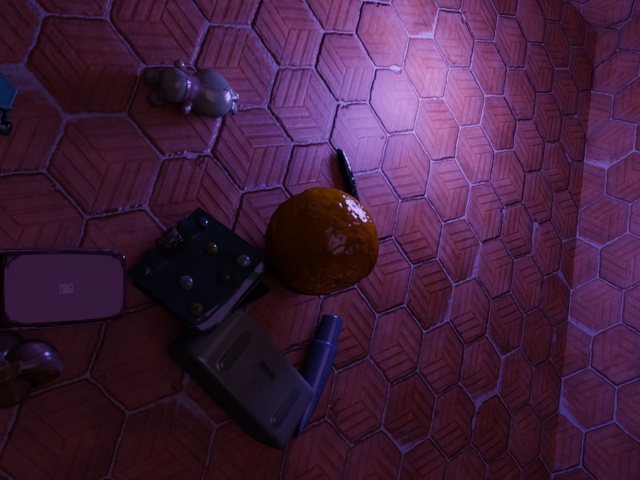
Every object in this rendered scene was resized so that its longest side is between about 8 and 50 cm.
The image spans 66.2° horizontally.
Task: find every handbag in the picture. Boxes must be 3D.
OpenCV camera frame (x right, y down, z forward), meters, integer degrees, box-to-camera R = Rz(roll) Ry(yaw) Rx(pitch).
[{"bbox_3d":[-0.314,0.071,1.258,0.274,0.100,0.269,36,68,16],"label":"handbag"}]

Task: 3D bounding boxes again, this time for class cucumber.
[{"bbox_3d":[0.102,-0.196,1.703,0.044,0.043,0.257,-18,95,-40],"label":"cucumber"}]

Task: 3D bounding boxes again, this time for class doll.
[{"bbox_3d":[-0.341,-0.413,1.369,0.275,0.113,0.155,2,82,-34],"label":"doll"}]

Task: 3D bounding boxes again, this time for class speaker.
[{"bbox_3d":[-0.204,0.371,1.354,0.406,0.183,0.184,53,54,-20],"label":"speaker"}]

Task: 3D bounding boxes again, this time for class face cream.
[{"bbox_3d":[-0.014,0.421,1.527,0.086,0.135,0.385,17,70,4],"label":"face cream"}]

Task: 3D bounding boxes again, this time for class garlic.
[{"bbox_3d":[-0.676,0.266,1.033,0.214,0.191,0.160,-29,75,-34],"label":"garlic"}]

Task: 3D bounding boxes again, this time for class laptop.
[{"bbox_3d":[-0.249,0.116,1.349,0.135,0.197,0.016,-31,138,-34],"label":"laptop"}]

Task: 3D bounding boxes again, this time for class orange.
[{"bbox_3d":[0.000,0.000,1.444,0.340,0.340,0.293,0,62,-35],"label":"orange"}]

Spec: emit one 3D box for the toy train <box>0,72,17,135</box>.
[{"bbox_3d":[-0.769,-0.310,1.067,0.198,0.107,0.154,22,66,-31],"label":"toy train"}]

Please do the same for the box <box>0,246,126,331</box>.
[{"bbox_3d":[-0.586,0.108,1.115,0.294,0.167,0.193,0,87,-35],"label":"box"}]
